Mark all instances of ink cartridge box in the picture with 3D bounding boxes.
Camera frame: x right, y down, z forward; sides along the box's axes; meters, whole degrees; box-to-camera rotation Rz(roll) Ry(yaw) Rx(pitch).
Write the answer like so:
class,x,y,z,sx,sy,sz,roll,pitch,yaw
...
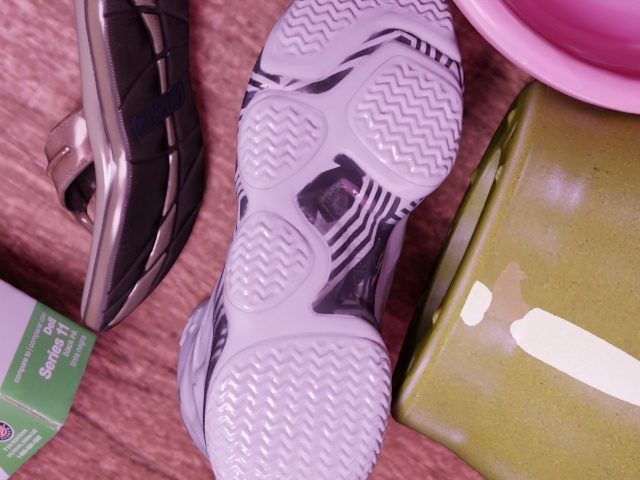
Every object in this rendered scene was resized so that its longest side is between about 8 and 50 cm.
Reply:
class,x,y,z,sx,sy,sz,roll,pitch,yaw
ink cartridge box,-0.277,0.073,1.264,0.208,0.087,0.153,32,137,-17

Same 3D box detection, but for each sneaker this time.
class,x,y,z,sx,sy,sz,roll,pitch,yaw
sneaker,-0.013,0.004,1.256,0.137,0.210,0.365,14,77,-10

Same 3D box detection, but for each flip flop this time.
class,x,y,z,sx,sy,sz,roll,pitch,yaw
flip flop,-0.137,-0.072,1.243,0.080,0.112,0.277,15,124,26

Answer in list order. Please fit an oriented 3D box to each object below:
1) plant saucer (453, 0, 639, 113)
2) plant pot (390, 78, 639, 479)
class,x,y,z,sx,sy,sz,roll,pitch,yaw
plant saucer,0.204,-0.240,1.158,0.332,0.084,0.332,-1,93,-11
plant pot,0.245,0.069,1.219,0.353,0.366,0.366,24,110,-1
